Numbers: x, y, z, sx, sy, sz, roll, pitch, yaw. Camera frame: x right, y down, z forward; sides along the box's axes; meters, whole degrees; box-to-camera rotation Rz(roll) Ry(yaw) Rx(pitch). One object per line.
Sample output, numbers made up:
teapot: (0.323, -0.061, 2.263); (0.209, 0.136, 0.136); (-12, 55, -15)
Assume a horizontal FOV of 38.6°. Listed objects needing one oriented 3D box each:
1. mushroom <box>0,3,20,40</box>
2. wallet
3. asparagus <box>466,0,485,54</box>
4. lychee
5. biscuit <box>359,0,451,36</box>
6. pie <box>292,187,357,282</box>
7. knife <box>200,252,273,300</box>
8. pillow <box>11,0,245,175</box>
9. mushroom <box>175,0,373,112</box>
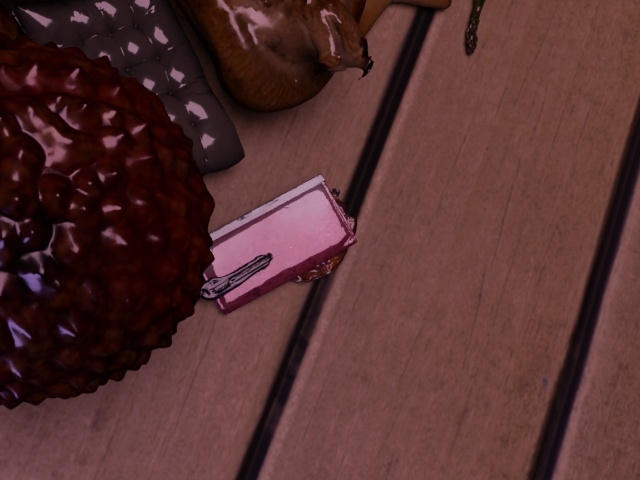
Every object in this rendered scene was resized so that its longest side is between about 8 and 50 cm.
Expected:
mushroom: (-0.527, -0.244, 1.213); (0.253, 0.153, 0.253); (5, 75, -18)
wallet: (-0.070, 0.005, 1.357); (0.232, 0.025, 0.119); (-29, 87, -10)
asparagus: (0.284, -0.432, 1.585); (0.024, 0.025, 0.248); (40, 62, -53)
lychee: (-0.332, -0.003, 1.063); (0.425, 0.499, 0.424); (1, 51, -1)
biscuit: (0.106, -0.433, 1.515); (0.208, 0.047, 0.164); (-24, 86, -20)
pie: (0.000, 0.000, 1.397); (0.092, 0.034, 0.169); (33, 74, -5)
knife: (-0.122, 0.051, 1.322); (0.121, 0.018, 0.031); (-31, 91, -12)
pillow: (-0.277, -0.221, 1.320); (0.228, 0.101, 0.326); (-24, 89, -22)
mushroom: (-0.056, -0.364, 1.329); (0.346, 0.260, 0.345); (8, 76, -35)
